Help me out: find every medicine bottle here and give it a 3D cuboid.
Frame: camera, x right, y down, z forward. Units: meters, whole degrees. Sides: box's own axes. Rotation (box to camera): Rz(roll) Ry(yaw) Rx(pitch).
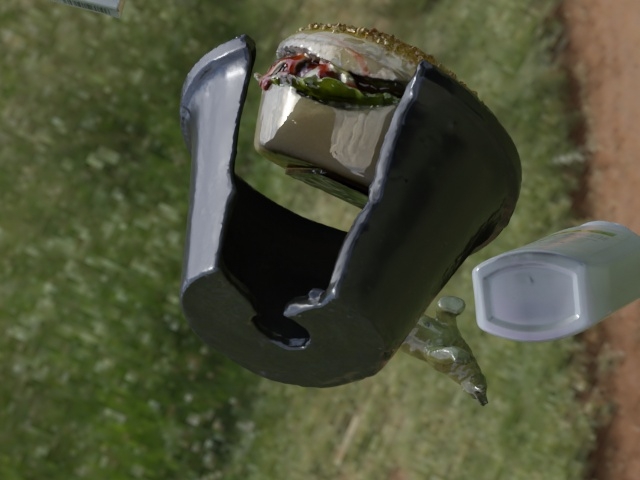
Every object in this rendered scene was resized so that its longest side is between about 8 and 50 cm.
[{"bbox_3d":[0.328,0.048,2.207,0.179,0.324,0.124,-5,97,27],"label":"medicine bottle"}]

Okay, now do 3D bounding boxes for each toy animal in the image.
[{"bbox_3d":[0.136,0.128,2.216,0.103,0.219,0.101,-53,-18,-40],"label":"toy animal"}]

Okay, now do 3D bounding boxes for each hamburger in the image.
[{"bbox_3d":[0.068,-0.127,1.888,0.170,0.302,0.302,-67,23,-4],"label":"hamburger"}]

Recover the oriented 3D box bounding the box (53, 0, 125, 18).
[{"bbox_3d":[-0.249,-0.277,1.590,0.048,0.152,0.100,93,-169,-82],"label":"box"}]

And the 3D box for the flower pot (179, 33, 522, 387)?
[{"bbox_3d":[0.000,0.000,1.743,0.379,0.379,0.251,-33,33,51],"label":"flower pot"}]
